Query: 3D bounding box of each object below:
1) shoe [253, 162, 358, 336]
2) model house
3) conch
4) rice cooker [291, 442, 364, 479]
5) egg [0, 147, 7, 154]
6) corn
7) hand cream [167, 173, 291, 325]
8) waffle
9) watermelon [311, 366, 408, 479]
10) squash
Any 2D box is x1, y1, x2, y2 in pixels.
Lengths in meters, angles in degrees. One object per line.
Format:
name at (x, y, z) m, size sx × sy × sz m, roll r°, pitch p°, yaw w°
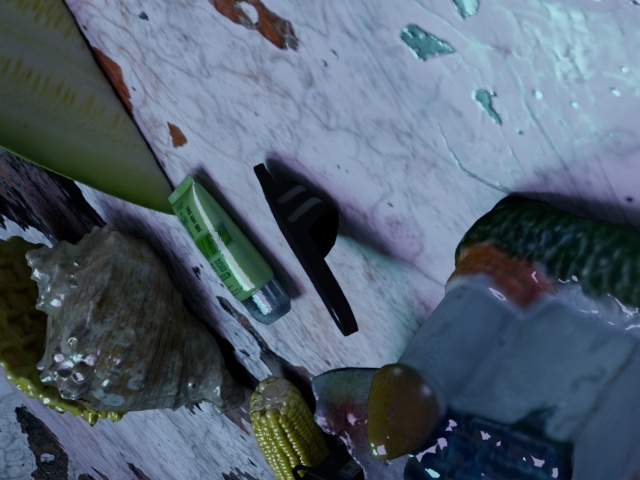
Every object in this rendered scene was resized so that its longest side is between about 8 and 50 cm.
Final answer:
shoe at (0.000, 0.000, 0.839) m, size 0.179 × 0.049 × 0.071 m, roll 59°, pitch 173°, yaw 28°
model house at (0.128, 0.153, 0.606) m, size 0.184 × 0.291 × 0.253 m, roll 13°, pitch 138°, yaw 41°
conch at (-0.272, 0.135, 1.283) m, size 0.352 × 0.210 × 0.297 m, roll 60°, pitch 166°, yaw -22°
rice cooker at (0.052, 0.319, 1.135) m, size 0.203 × 0.118 × 0.142 m, roll 13°, pitch 139°, yaw 47°
egg at (-0.435, -0.160, 1.200) m, size 0.135 × 0.103 × 0.103 m, roll 40°, pitch 153°, yaw 17°
corn at (-0.031, 0.272, 1.234) m, size 0.081 × 0.081 × 0.248 m, roll 24°, pitch 146°, yaw 38°
hand cream at (-0.097, 0.013, 1.008) m, size 0.175 × 0.046 × 0.095 m, roll 51°, pitch 156°, yaw -4°
waffle at (-0.390, 0.125, 1.404) m, size 0.307 × 0.060 × 0.312 m, roll 34°, pitch -153°, yaw -41°
watermelon at (0.088, 0.257, 0.889) m, size 0.320 × 0.214 × 0.289 m, roll 35°, pitch 157°, yaw -2°
squash at (-0.256, -0.164, 1.014) m, size 0.288 × 0.203 × 0.111 m, roll 21°, pitch 174°, yaw -42°
